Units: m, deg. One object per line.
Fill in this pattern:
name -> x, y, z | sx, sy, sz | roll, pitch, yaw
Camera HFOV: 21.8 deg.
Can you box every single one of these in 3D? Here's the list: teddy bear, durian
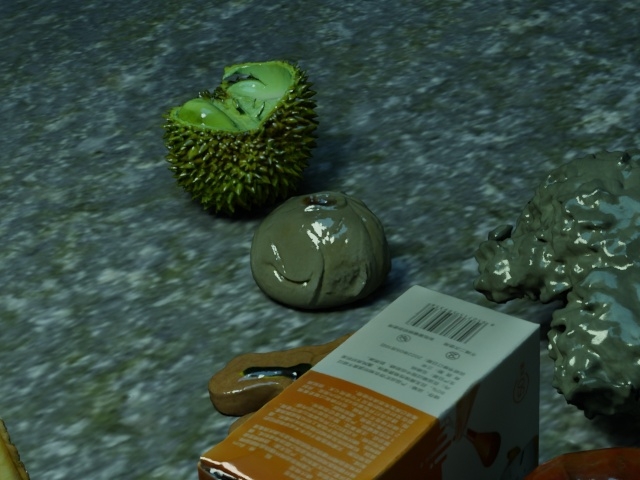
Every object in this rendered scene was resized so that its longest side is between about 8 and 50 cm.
teddy bear -> 0.331, 0.067, 1.773 | 0.357, 0.224, 0.368 | 6, 47, 19
durian -> -0.105, -0.134, 2.186 | 0.200, 0.177, 0.237 | 14, 38, 14

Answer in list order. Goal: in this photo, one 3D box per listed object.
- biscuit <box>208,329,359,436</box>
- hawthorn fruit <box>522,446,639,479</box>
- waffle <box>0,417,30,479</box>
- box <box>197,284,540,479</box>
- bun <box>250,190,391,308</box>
biscuit -> 0.052, 0.153, 1.771 | 0.333, 0.047, 0.202 | -9, 29, -9
hawthorn fruit -> 0.240, 0.261, 1.343 | 0.215, 0.250, 0.215 | -13, 41, 11
waffle -> -0.258, 0.305, 1.376 | 0.091, 0.213, 0.308 | -12, 28, -20
box -> 0.051, 0.220, 1.464 | 0.143, 0.225, 0.341 | 18, 35, 33
bun -> 0.000, 0.000, 1.986 | 0.173, 0.113, 0.167 | 1, 29, 16
